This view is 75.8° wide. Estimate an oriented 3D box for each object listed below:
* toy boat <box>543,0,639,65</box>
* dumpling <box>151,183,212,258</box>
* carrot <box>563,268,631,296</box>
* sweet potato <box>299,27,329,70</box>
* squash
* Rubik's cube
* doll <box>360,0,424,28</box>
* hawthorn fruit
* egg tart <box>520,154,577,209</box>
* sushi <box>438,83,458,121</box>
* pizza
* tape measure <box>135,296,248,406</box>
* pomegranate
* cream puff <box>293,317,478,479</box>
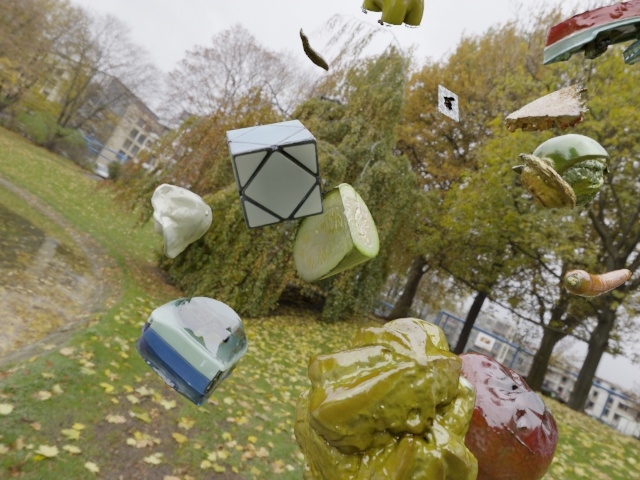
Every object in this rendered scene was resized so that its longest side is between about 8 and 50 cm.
[{"bbox_3d":[0.735,-0.504,1.036,0.332,0.133,0.145,-9,2,9],"label":"toy boat"},{"bbox_3d":[-0.491,-0.049,1.470,0.187,0.242,0.318,0,-30,3],"label":"dumpling"},{"bbox_3d":[0.674,0.103,1.001,0.271,0.066,0.062,4,-19,-30],"label":"carrot"},{"bbox_3d":[-0.024,-0.580,1.273,0.038,0.041,0.153,-6,-37,40],"label":"sweet potato"},{"bbox_3d":[0.000,0.000,1.261,0.309,0.233,0.210,-23,-20,27],"label":"squash"},{"bbox_3d":[-0.120,-0.175,1.061,0.205,0.205,0.207,-117,-163,-56],"label":"Rubik's cube"},{"bbox_3d":[0.135,-0.475,0.663,0.143,0.220,0.135,-9,44,-26],"label":"doll"},{"bbox_3d":[0.362,0.409,0.928,0.295,0.295,0.311,29,-35,-9],"label":"hawthorn fruit"},{"bbox_3d":[0.398,-0.097,0.740,0.129,0.049,0.128,44,17,-17],"label":"egg tart"},{"bbox_3d":[0.499,-0.539,1.634,0.120,0.125,0.026,15,-21,-32],"label":"sushi"},{"bbox_3d":[0.534,-0.282,0.929,0.062,0.188,0.199,58,17,-21],"label":"pizza"},{"bbox_3d":[-0.333,0.279,1.149,0.259,0.138,0.262,39,19,10],"label":"tape measure"},{"bbox_3d":[0.818,-0.242,1.418,0.341,0.260,0.260,7,0,-23],"label":"pomegranate"},{"bbox_3d":[0.103,0.294,0.649,0.274,0.324,0.269,60,-4,34],"label":"cream puff"}]
